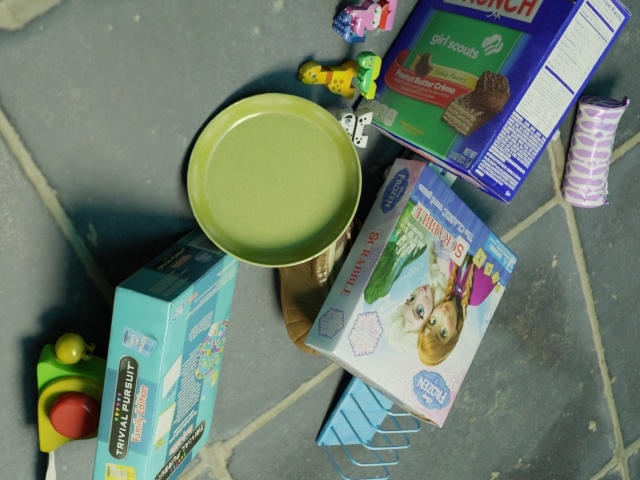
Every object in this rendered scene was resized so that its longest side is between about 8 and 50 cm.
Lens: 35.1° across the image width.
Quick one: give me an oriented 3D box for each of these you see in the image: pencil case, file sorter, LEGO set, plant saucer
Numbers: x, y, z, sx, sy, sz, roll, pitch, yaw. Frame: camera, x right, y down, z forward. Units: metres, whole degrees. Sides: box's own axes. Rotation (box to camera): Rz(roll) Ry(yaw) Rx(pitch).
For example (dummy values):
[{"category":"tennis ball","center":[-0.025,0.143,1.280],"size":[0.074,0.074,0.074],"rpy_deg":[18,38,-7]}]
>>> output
[{"category":"pencil case","center":[0.488,-0.156,1.802],"size":[0.088,0.086,0.206],"rpy_deg":[4,117,0]},{"category":"file sorter","center":[0.094,0.320,1.738],"size":[0.118,0.104,0.170],"rpy_deg":[7,123,-37]},{"category":"LEGO set","center":[0.027,-0.249,1.435],"size":[0.093,0.087,0.227],"rpy_deg":[-7,123,-29]},{"category":"plant saucer","center":[-0.063,-0.083,1.410],"size":[0.240,0.037,0.241],"rpy_deg":[0,88,0]}]

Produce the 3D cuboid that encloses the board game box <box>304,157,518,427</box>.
[{"category":"board game box","center":[0.155,0.089,1.576],"size":[0.318,0.066,0.318],"rpy_deg":[38,73,-43]}]

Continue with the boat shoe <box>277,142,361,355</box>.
[{"category":"boat shoe","center":[0.000,0.000,1.540],"size":[0.123,0.123,0.342],"rpy_deg":[-38,125,-54]}]

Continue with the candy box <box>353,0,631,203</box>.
[{"category":"candy box","center":[0.239,-0.255,1.457],"size":[0.122,0.268,0.317],"rpy_deg":[30,93,-45]}]

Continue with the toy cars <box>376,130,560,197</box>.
[{"category":"toy cars","center":[0.267,-0.158,1.646],"size":[0.393,0.087,0.177],"rpy_deg":[-25,125,-23]}]

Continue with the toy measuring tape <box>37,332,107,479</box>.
[{"category":"toy measuring tape","center":[-0.333,0.270,1.425],"size":[0.121,0.121,0.330],"rpy_deg":[-13,125,-30]}]

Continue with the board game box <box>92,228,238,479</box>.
[{"category":"board game box","center":[-0.212,0.182,1.397],"size":[0.254,0.079,0.336],"rpy_deg":[-46,150,-66]}]
